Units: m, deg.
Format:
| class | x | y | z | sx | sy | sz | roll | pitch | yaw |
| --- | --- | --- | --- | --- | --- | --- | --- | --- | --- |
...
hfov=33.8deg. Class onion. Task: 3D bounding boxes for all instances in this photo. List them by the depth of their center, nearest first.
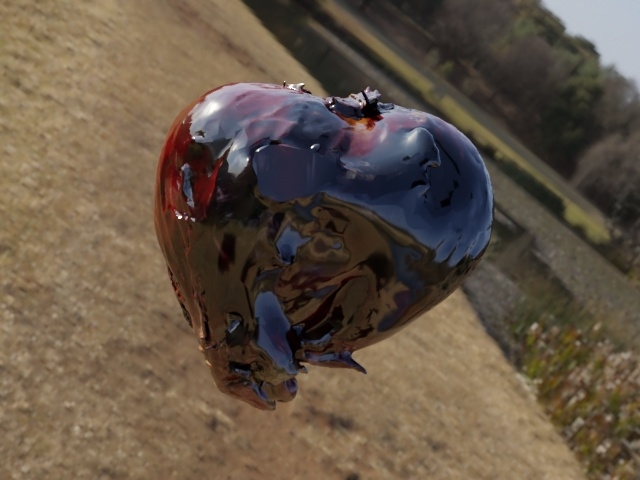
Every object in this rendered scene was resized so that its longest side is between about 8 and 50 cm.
| class | x | y | z | sx | sy | sz | roll | pitch | yaw |
| --- | --- | --- | --- | --- | --- | --- | --- | --- | --- |
| onion | 0.003 | -0.018 | 0.852 | 0.281 | 0.281 | 0.221 | 42 | -21 | 16 |
